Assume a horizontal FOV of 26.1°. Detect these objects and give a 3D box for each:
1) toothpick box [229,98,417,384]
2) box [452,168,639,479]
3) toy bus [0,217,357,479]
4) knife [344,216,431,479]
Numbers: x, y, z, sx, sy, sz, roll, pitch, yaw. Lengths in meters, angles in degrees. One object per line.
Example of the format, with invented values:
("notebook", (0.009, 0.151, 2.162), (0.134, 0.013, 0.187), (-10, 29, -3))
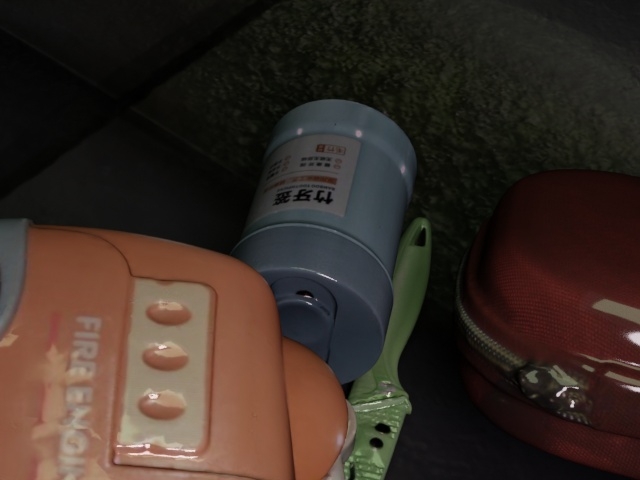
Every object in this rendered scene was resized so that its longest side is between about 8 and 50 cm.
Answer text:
("toothpick box", (0.000, 0.000, 0.833), (0.101, 0.101, 0.153), (10, 43, 4))
("box", (0.272, 0.061, 0.750), (0.403, 0.108, 0.263), (13, 22, 6))
("toy bus", (-0.098, 0.130, 0.619), (0.232, 0.194, 0.288), (0, 54, -3))
("knife", (0.035, 0.089, 0.810), (0.043, 0.020, 0.293), (12, 47, 11))
